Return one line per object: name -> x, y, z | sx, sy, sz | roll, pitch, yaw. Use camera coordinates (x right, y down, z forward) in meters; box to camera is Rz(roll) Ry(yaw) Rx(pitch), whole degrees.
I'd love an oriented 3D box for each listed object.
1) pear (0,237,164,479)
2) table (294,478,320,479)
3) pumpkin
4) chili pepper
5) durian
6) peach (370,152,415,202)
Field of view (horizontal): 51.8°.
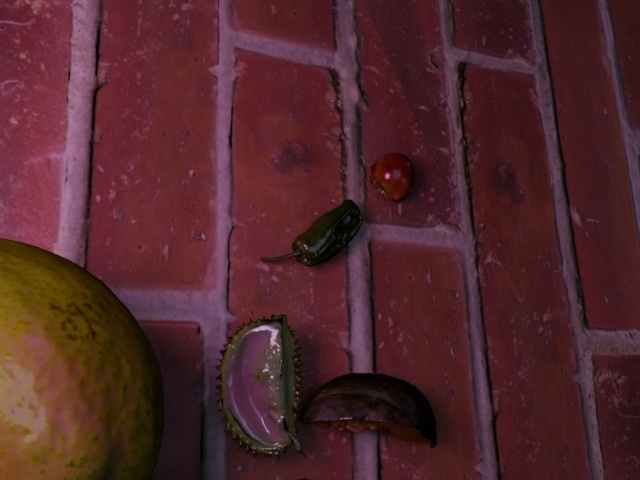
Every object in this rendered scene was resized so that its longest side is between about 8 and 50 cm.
pear -> -0.364, 0.195, 0.771 | 0.392, 0.391, 0.390 | 7, 72, -21
table -> -0.021, 0.443, 1.030 | 0.134, 0.043, 0.133 | 7, 72, -22
pumpkin -> 0.115, 0.266, 1.076 | 0.279, 0.163, 0.111 | 16, 70, -20
chili pepper -> 0.000, 0.002, 1.164 | 0.204, 0.073, 0.072 | -38, 105, -27
durian -> -0.089, 0.233, 1.041 | 0.137, 0.095, 0.220 | -9, 77, 11
peach -> 0.147, -0.128, 1.268 | 0.098, 0.061, 0.098 | 5, 71, -14
